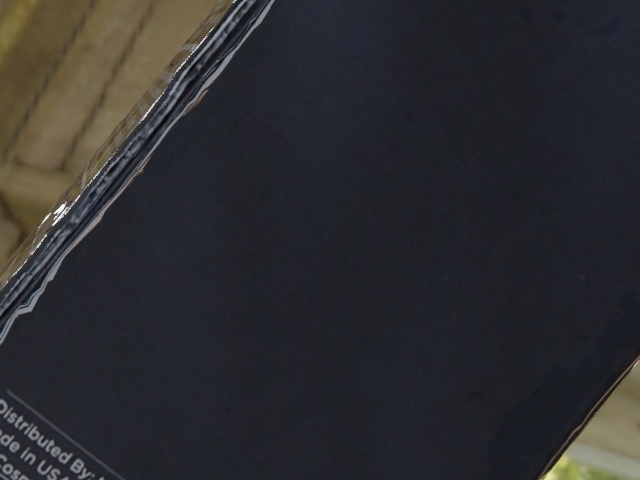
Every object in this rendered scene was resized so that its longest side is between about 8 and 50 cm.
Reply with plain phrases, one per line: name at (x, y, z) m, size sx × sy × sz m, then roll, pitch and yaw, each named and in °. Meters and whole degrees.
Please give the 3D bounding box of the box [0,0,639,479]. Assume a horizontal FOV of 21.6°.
box at (0.000, 0.000, 0.645) m, size 0.294 × 0.183 × 0.296 m, roll -52°, pitch 9°, yaw 1°
